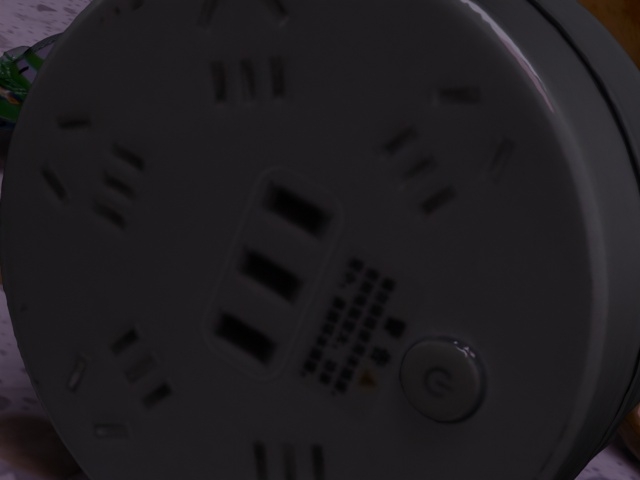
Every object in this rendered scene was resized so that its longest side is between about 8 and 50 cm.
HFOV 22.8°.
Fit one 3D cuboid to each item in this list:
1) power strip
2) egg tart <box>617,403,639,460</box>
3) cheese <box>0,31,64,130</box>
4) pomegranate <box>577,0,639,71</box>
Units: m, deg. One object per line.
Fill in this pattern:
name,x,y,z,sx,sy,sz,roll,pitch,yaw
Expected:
power strip,0.000,0.000,0.829,0.358,0.357,0.161,29,21,21
egg tart,0.370,0.077,1.157,0.341,0.129,0.341,-4,57,6
cheese,-0.197,-0.115,1.275,0.204,0.083,0.320,36,25,34
pomegranate,0.053,-0.128,1.092,0.410,0.410,0.410,18,21,-7
